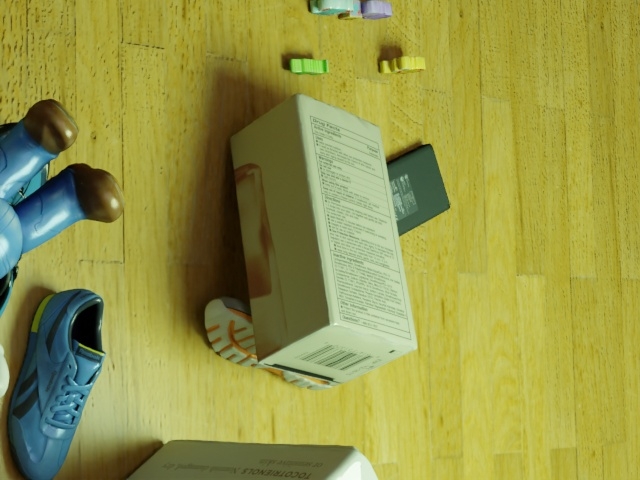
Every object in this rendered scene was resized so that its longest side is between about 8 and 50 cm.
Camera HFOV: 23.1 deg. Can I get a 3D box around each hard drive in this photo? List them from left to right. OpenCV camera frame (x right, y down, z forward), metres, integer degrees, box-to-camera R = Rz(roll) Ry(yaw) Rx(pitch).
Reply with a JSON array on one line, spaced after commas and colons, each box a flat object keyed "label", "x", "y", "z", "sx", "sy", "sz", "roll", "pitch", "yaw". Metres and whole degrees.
[{"label": "hard drive", "x": 0.113, "y": -0.063, "z": 2.073, "sx": 0.135, "sy": 0.022, "sz": 0.094, "roll": -28, "pitch": 105, "yaw": -41}]

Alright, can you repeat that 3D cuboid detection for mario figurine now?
[{"label": "mario figurine", "x": -0.315, "y": 0.019, "z": 1.403, "sx": 0.198, "sy": 0.170, "sz": 0.320, "roll": 42, "pitch": 67, "yaw": 10}]

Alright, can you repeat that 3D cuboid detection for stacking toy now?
[{"label": "stacking toy", "x": 0.043, "y": -0.297, "z": 2.010, "sx": 0.221, "sy": 0.052, "sz": 0.167, "roll": -5, "pitch": 89, "yaw": -43}]

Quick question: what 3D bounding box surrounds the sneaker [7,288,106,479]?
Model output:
[{"label": "sneaker", "x": -0.271, "y": 0.152, "z": 1.648, "sx": 0.069, "sy": 0.082, "sz": 0.209, "roll": 21, "pitch": 73, "yaw": -42}]

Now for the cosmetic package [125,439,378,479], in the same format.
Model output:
[{"label": "cosmetic package", "x": -0.113, "y": 0.450, "z": 1.599, "sx": 0.393, "sy": 0.327, "sz": 0.329, "roll": -42, "pitch": 114, "yaw": -36}]

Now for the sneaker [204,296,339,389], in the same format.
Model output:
[{"label": "sneaker", "x": -0.055, "y": 0.108, "z": 1.866, "sx": 0.215, "sy": 0.084, "sz": 0.083, "roll": 31, "pitch": 52, "yaw": -41}]

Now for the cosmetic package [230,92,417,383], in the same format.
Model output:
[{"label": "cosmetic package", "x": 0.000, "y": 0.000, "z": 1.824, "sx": 0.153, "sy": 0.129, "sz": 0.296, "roll": 19, "pitch": 54, "yaw": -42}]

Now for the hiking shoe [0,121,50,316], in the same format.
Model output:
[{"label": "hiking shoe", "x": -0.333, "y": 0.013, "z": 1.567, "sx": 0.113, "sy": 0.132, "sz": 0.304, "roll": 39, "pitch": 61, "yaw": -35}]
